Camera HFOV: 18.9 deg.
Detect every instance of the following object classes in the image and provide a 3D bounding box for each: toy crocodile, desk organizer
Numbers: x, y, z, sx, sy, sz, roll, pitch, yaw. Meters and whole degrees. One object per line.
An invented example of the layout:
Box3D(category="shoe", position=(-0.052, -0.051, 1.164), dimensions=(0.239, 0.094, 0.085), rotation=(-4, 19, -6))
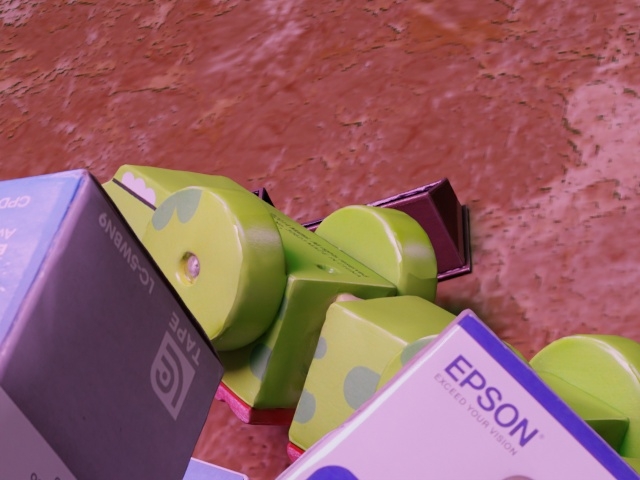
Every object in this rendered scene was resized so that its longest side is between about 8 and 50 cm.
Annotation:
Box3D(category="toy crocodile", position=(0.023, 0.057, 0.756), dimensions=(0.340, 0.115, 0.105), rotation=(31, 108, 39))
Box3D(category="desk organizer", position=(0.000, 0.000, 0.897), dimensions=(0.130, 0.050, 0.047), rotation=(-17, 39, 16))

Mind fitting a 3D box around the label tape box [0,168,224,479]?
Box3D(category="label tape box", position=(-0.198, 0.139, 0.569), dimensions=(0.241, 0.106, 0.333), rotation=(-7, 43, 28))

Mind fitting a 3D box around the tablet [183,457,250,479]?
Box3D(category="tablet", position=(-0.075, 0.116, 0.849), dimensions=(0.083, 0.006, 0.054), rotation=(12, 53, 40))

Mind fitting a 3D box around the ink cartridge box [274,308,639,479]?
Box3D(category="ink cartridge box", position=(-0.026, 0.207, 0.588), dimensions=(0.371, 0.069, 0.176), rotation=(-42, 78, -14))
